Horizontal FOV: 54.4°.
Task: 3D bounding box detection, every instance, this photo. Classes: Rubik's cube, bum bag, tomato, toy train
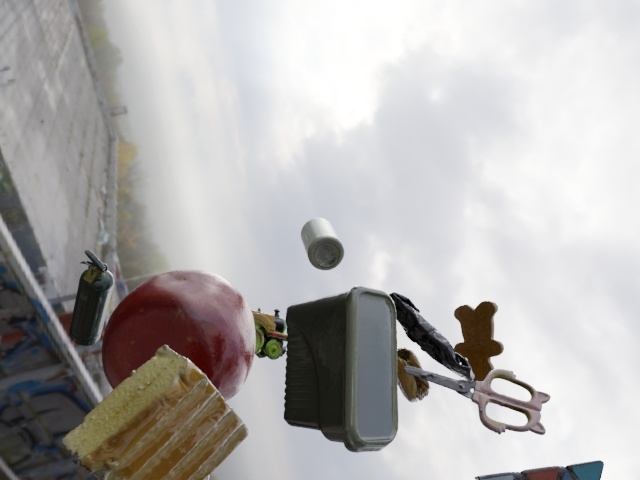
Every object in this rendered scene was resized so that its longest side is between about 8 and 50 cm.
[{"bbox_3d":[0.430,0.522,1.282,0.284,0.250,0.234,50,-19,5],"label":"Rubik's cube"},{"bbox_3d":[0.283,0.256,1.640,0.310,0.074,0.137,47,-8,20],"label":"bum bag"},{"bbox_3d":[-0.306,0.224,1.390,0.293,0.325,0.290,-50,145,-65],"label":"tomato"},{"bbox_3d":[-0.220,0.260,1.841,0.100,0.296,0.160,-13,-118,54],"label":"toy train"}]

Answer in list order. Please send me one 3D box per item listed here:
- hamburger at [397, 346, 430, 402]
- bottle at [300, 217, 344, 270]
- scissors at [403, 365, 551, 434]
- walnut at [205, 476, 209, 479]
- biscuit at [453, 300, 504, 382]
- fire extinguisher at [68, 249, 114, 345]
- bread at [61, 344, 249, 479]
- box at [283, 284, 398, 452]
[{"bbox_3d":[0.248,0.376,1.740,0.138,0.083,0.147,86,-21,-62],"label":"hamburger"},{"bbox_3d":[0.000,0.000,1.793,0.245,0.104,0.104,-115,-165,-70],"label":"bottle"},{"bbox_3d":[0.335,0.329,1.361,0.024,0.317,0.160,89,21,-48],"label":"scissors"},{"bbox_3d":[-0.400,0.596,1.540,0.225,0.261,0.225,39,-44,52],"label":"walnut"},{"bbox_3d":[0.455,0.294,1.785,0.158,0.035,0.240,-11,-102,46],"label":"biscuit"},{"bbox_3d":[-0.666,0.166,1.807,0.311,0.114,0.095,-62,174,34],"label":"fire extinguisher"},{"bbox_3d":[-0.282,0.341,1.080,0.111,0.246,0.239,24,-30,44],"label":"bread"},{"bbox_3d":[0.033,0.227,1.104,0.178,0.138,0.274,-12,-111,42],"label":"box"}]
